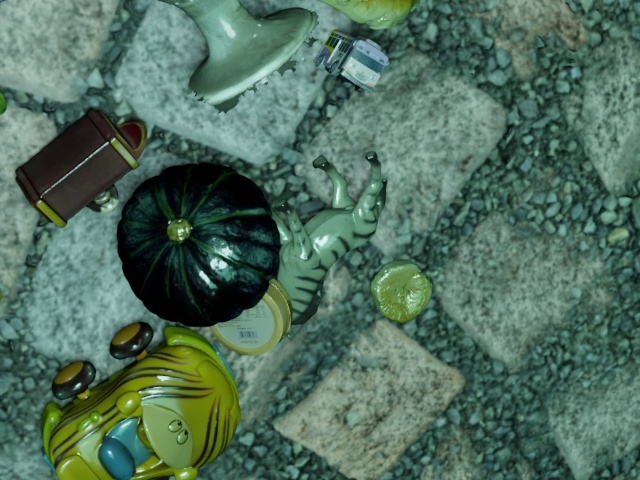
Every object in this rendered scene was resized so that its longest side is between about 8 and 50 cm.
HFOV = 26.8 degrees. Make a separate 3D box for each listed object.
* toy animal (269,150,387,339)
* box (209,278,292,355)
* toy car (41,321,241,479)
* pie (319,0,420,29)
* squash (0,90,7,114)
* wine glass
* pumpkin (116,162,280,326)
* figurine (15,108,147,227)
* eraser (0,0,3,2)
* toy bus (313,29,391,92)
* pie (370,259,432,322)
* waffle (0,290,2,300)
[{"bbox_3d":[0.002,0.002,1.640,0.217,0.073,0.176,-32,120,-11],"label":"toy animal"},{"bbox_3d":[-0.087,0.087,1.625,0.105,0.037,0.105,9,118,17],"label":"box"},{"bbox_3d":[-0.210,0.223,1.601,0.248,0.142,0.200,-36,116,-2],"label":"toy car"},{"bbox_3d":[0.022,-0.369,1.455,0.306,0.071,0.306,16,66,-39],"label":"pie"},{"bbox_3d":[-0.515,-0.082,1.426,0.378,0.101,0.101,-25,113,-10],"label":"squash"},{"bbox_3d":[-0.163,-0.320,1.412,0.190,0.190,0.357,-36,113,-4],"label":"wine glass"},{"bbox_3d":[-0.141,0.005,1.539,0.194,0.194,0.150,-28,144,-8],"label":"pumpkin"},{"bbox_3d":[-0.256,-0.078,1.528,0.154,0.082,0.098,-38,128,-4],"label":"figurine"},{"bbox_3d":[-0.341,-0.289,1.359,0.046,0.212,0.092,-5,112,18],"label":"eraser"},{"bbox_3d":[0.037,-0.209,1.561,0.052,0.102,0.058,29,94,-24],"label":"toy bus"},{"bbox_3d":[0.103,0.065,1.719,0.084,0.020,0.084,-5,107,-16],"label":"pie"},{"bbox_3d":[-0.491,0.067,1.471,0.291,0.051,0.291,-14,129,-18],"label":"waffle"}]
